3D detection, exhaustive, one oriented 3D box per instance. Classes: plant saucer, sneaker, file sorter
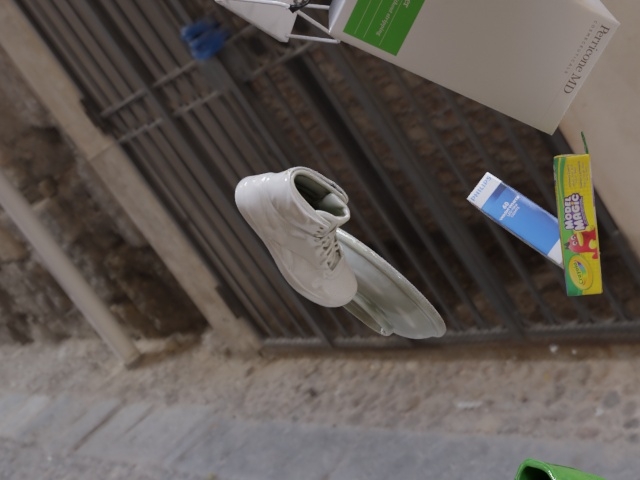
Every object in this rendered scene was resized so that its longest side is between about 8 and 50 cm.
[{"bbox_3d":[0.104,0.116,2.266,0.100,0.400,0.400,-50,17,-8],"label":"plant saucer"},{"bbox_3d":[0.000,0.000,1.647,0.169,0.292,0.108,-11,38,49],"label":"sneaker"},{"bbox_3d":[-0.028,-0.520,1.792,0.173,0.193,0.278,16,86,39],"label":"file sorter"}]

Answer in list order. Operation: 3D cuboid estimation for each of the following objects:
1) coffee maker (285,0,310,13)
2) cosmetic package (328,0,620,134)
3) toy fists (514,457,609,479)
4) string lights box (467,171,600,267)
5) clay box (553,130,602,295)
[{"bbox_3d":[-0.059,-0.467,1.460,0.120,0.178,0.171,-24,55,28],"label":"coffee maker"},{"bbox_3d":[0.214,-0.326,1.426,0.155,0.365,0.197,-89,23,-63],"label":"cosmetic package"},{"bbox_3d":[0.342,0.337,1.154,0.279,0.142,0.096,-174,100,-74],"label":"toy fists"},{"bbox_3d":[0.443,-0.031,2.058,0.259,0.133,0.077,40,96,36],"label":"string lights box"},{"bbox_3d":[0.360,-0.041,1.390,0.053,0.222,0.127,-7,3,14],"label":"clay box"}]
